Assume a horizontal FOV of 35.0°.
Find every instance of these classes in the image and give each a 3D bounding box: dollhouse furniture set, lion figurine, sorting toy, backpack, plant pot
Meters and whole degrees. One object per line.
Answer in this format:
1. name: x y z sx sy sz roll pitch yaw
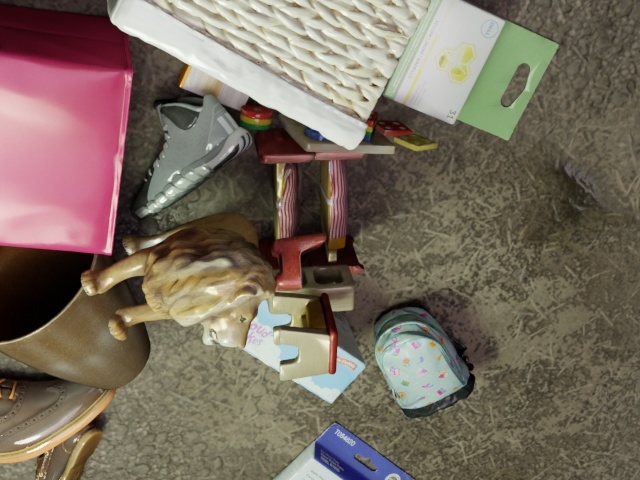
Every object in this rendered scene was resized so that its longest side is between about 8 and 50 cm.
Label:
1. dollhouse furniture set: 0.000 0.000 1.389 0.152 0.374 0.201 -4 118 -7
2. lion figurine: -0.155 0.024 1.339 0.240 0.392 0.142 -20 108 12
3. sorting toy: 0.032 -0.166 1.430 0.275 0.132 0.046 0 115 -21
4. backpack: 0.163 0.195 1.660 0.152 0.115 0.182 -28 115 6
5. plant pot: -0.345 0.110 1.438 0.215 0.215 0.230 -31 136 4

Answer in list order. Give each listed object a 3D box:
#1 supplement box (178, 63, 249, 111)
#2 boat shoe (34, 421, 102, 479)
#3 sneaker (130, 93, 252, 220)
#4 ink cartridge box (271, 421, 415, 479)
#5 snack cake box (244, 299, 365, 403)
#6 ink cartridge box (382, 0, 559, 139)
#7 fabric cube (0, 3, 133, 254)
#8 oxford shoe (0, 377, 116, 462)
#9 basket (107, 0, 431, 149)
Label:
1. supplement box: -0.144 -0.231 1.433 0.098 0.036 0.062 20 111 -20
2. boat shoe: -0.428 0.369 1.658 0.073 0.073 0.207 34 105 15
3. sneaker: -0.212 -0.133 1.450 0.229 0.086 0.132 -33 94 26
4. ink cartridge box: 0.026 0.459 1.799 0.223 0.045 0.224 39 102 -24
5. snack cake box: -0.067 0.122 1.556 0.264 0.152 0.089 35 105 -24
6. ink cartridge box: 0.224 -0.252 1.489 0.235 0.056 0.171 20 110 -17
7. fabric cube: -0.387 -0.154 1.301 0.258 0.259 0.254 4 114 -15
8. oxford shoe: -0.498 0.263 1.557 0.364 0.130 0.132 -20 112 -2
9. basket: -0.064 -0.330 1.245 0.331 0.328 0.266 24 105 -20
